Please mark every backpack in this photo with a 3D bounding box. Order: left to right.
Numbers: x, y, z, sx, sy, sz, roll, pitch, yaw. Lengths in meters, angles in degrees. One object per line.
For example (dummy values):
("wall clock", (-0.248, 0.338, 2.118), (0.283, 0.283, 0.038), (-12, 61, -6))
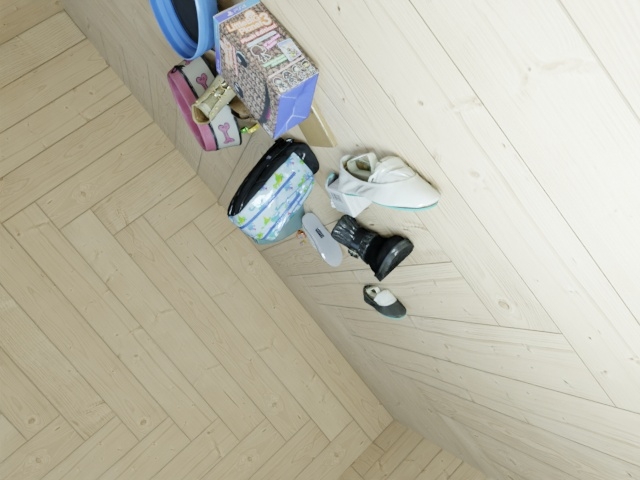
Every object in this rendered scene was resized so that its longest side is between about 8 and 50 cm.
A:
("backpack", (-0.182, -0.175, 1.815), (0.273, 0.355, 0.290), (56, 162, -25))

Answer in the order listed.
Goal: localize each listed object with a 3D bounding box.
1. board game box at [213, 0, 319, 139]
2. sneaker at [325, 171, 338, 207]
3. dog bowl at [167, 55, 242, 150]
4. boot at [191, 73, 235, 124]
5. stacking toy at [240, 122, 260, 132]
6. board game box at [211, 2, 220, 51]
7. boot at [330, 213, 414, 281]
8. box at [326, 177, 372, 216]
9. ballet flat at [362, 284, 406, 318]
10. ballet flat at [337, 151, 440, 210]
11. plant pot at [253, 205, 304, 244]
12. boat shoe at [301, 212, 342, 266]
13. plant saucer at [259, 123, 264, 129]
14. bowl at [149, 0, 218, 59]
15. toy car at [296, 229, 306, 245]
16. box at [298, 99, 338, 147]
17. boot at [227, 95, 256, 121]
("board game box", (-0.159, -0.481, 1.402), (0.291, 0.141, 0.232), (51, 162, 9))
("sneaker", (0.069, -0.170, 1.714), (0.076, 0.065, 0.167), (21, 154, 29))
("dog bowl", (-0.481, -0.548, 2.019), (0.408, 0.150, 0.408), (56, 167, 21))
("boot", (-0.342, -0.513, 1.687), (0.095, 0.204, 0.262), (41, 151, -16))
("stacking toy", (-0.343, -0.516, 2.027), (0.167, 0.052, 0.221), (57, 163, -21))
("board game box", (-0.352, -0.696, 1.592), (0.194, 0.060, 0.194), (46, 152, 29))
("boot", (0.162, 0.002, 1.690), (0.260, 0.131, 0.348), (47, 164, 9))
("box", (0.094, -0.148, 1.617), (0.101, 0.087, 0.102), (28, 154, 53))
("ballet flat", (0.254, 0.250, 2.082), (0.280, 0.095, 0.096), (18, 133, 62))
("ballet flat", (0.161, -0.172, 1.348), (0.400, 0.139, 0.139), (24, 150, 58))
("plant pot", (-0.246, -0.128, 2.276), (0.248, 0.252, 0.247), (43, 162, 22))
("boat shoe", (0.000, 0.000, 2.193), (0.268, 0.096, 0.088), (52, 168, -2))
("plant saucer", (-0.216, -0.454, 1.895), (0.083, 0.013, 0.083), (45, 164, 17))
("bowl", (-0.435, -0.764, 1.517), (0.391, 0.077, 0.392), (42, 147, 35))
("toy car", (-0.094, -0.003, 2.530), (0.060, 0.040, 0.122), (37, 159, 37))
("box", (-0.038, -0.384, 1.559), (0.164, 0.021, 0.201), (22, 149, 59))
("boot", (-0.217, -0.447, 1.737), (0.305, 0.115, 0.112), (35, 156, 40))
